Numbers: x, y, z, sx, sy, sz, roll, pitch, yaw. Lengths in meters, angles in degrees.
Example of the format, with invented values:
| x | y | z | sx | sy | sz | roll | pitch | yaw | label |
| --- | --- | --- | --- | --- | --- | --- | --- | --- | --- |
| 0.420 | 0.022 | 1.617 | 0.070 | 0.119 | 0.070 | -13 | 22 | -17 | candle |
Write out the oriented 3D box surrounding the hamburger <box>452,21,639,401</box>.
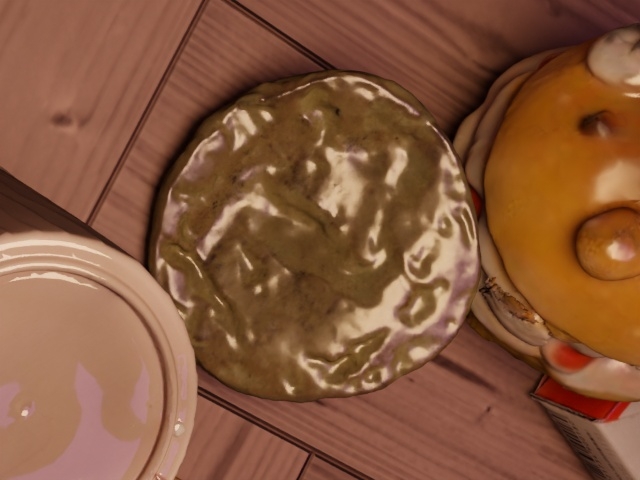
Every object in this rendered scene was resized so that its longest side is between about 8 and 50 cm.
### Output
| x | y | z | sx | sy | sz | roll | pitch | yaw | label |
| --- | --- | --- | --- | --- | --- | --- | --- | --- | --- |
| 0.228 | -0.025 | 1.382 | 0.276 | 0.237 | 0.276 | 2 | 80 | -11 | hamburger |

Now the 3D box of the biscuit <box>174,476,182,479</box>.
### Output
| x | y | z | sx | sy | sz | roll | pitch | yaw | label |
| --- | --- | --- | --- | --- | --- | --- | --- | --- | --- |
| -0.186 | 0.277 | 1.334 | 0.289 | 0.044 | 0.202 | -50 | 119 | -13 | biscuit |

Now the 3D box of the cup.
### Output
| x | y | z | sx | sy | sz | roll | pitch | yaw | label |
| --- | --- | --- | --- | --- | --- | --- | --- | --- | --- |
| -0.227 | 0.038 | 1.135 | 0.208 | 0.273 | 0.288 | -35 | 116 | -15 | cup |

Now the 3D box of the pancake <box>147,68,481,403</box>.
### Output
| x | y | z | sx | sy | sz | roll | pitch | yaw | label |
| --- | --- | --- | --- | --- | --- | --- | --- | --- | --- |
| 0.000 | 0.000 | 1.354 | 0.241 | 0.050 | 0.242 | 0 | 97 | 0 | pancake |

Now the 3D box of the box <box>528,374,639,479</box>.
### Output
| x | y | z | sx | sy | sz | roll | pitch | yaw | label |
| --- | --- | --- | --- | --- | --- | --- | --- | --- | --- |
| 0.269 | 0.142 | 1.559 | 0.133 | 0.099 | 0.182 | -49 | 121 | -16 | box |
